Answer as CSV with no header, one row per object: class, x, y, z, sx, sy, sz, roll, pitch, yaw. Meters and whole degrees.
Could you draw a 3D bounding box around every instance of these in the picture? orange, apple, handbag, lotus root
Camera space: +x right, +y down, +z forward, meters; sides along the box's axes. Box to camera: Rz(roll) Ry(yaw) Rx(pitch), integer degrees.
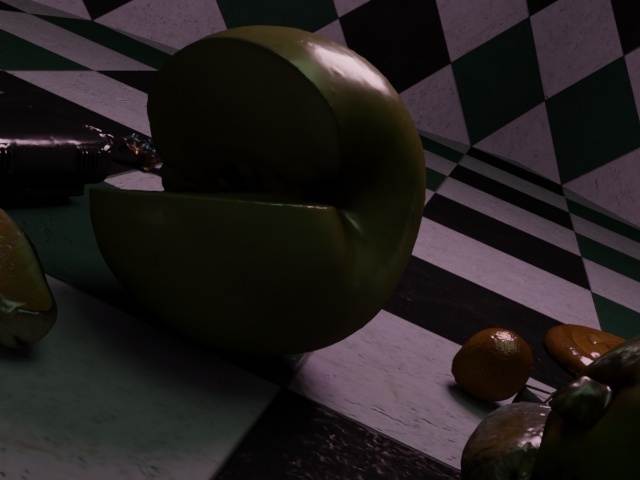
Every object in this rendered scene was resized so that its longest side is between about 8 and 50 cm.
orange,0.178,0.129,1.011,0.085,0.085,0.085,21,14,-5
apple,-0.055,-0.041,0.859,0.254,0.291,0.292,3,-4,44
handbag,-0.382,-0.114,1.028,0.244,0.088,0.275,25,17,20
lotus root,0.176,0.180,0.796,0.113,0.088,0.192,20,12,16

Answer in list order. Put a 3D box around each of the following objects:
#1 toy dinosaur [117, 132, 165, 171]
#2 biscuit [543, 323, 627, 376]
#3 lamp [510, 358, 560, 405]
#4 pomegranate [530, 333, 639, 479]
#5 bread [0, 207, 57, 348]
toy dinosaur,-0.217,-0.120,1.376,0.154,0.055,0.049,10,15,-34
biscuit,0.422,0.176,1.306,0.262,0.037,0.262,22,14,-6
lamp,0.235,0.169,1.049,0.054,0.041,0.121,32,17,5
pomegranate,0.268,0.196,0.605,0.340,0.260,0.260,53,5,-17
bread,-0.260,0.022,0.770,0.073,0.053,0.214,7,23,-36
